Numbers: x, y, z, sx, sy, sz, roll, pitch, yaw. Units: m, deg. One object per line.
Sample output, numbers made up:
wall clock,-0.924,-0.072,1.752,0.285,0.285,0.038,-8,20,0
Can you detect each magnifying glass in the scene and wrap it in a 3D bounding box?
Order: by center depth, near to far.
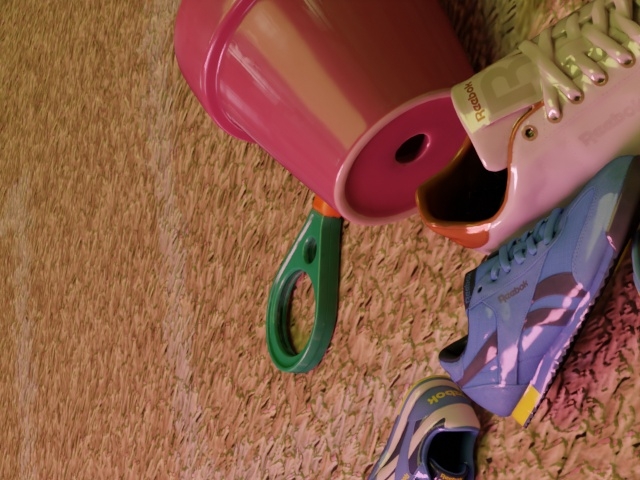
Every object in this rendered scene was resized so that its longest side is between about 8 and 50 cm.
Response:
magnifying glass,0.000,0.000,1.224,0.092,0.026,0.231,38,118,58

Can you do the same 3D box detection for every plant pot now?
plant pot,0.021,-0.117,1.057,0.180,0.201,0.201,56,132,31

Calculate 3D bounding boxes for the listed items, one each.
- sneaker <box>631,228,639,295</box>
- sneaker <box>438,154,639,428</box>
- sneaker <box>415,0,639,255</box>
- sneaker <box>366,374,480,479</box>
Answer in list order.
sneaker,0.229,0.038,0.767,0.078,0.067,0.188,-53,33,7
sneaker,0.128,0.024,0.883,0.082,0.069,0.209,32,132,12
sneaker,0.155,-0.088,0.859,0.290,0.123,0.106,-56,36,37
sneaker,0.070,0.167,1.023,0.059,0.053,0.144,42,120,54
